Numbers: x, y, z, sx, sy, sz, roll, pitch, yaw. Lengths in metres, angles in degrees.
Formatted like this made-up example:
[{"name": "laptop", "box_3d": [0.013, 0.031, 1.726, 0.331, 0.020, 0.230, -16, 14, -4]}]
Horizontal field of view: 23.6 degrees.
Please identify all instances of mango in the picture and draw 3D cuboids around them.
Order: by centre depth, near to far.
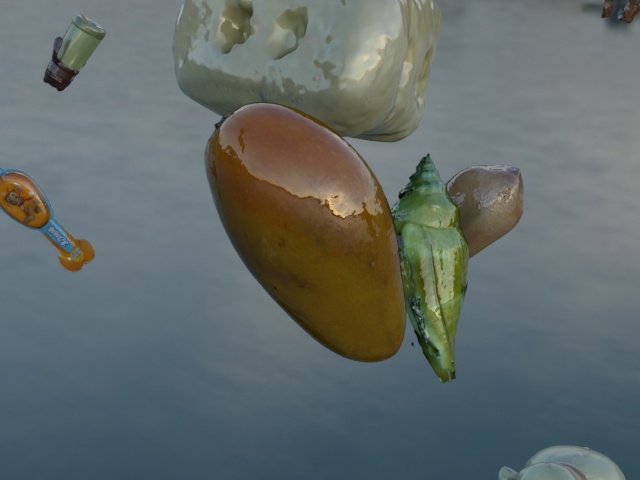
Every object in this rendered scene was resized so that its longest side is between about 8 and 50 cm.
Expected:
[{"name": "mango", "box_3d": [0.000, 0.000, 1.218, 0.138, 0.253, 0.113, -4, 37, 41]}]

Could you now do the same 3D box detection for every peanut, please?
[{"name": "peanut", "box_3d": [0.137, -0.021, 1.488, 0.152, 0.076, 0.076, -39, -6, 30]}]

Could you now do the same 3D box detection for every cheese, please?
[{"name": "cheese", "box_3d": [-0.237, -0.019, 1.302, 0.047, 0.111, 0.017, -38, 11, 32]}, {"name": "cheese", "box_3d": [-0.021, -0.183, 1.414, 0.248, 0.174, 0.251, 11, 10, 5]}]

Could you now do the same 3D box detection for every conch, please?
[{"name": "conch", "box_3d": [0.095, 0.021, 1.390, 0.079, 0.201, 0.095, -16, -26, 20]}]

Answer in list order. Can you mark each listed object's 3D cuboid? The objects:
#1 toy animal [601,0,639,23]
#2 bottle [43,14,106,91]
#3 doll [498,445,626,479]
[{"name": "toy animal", "box_3d": [0.404, -0.388, 1.931, 0.066, 0.230, 0.224, 11, 10, -16]}, {"name": "bottle", "box_3d": [-0.325, -0.242, 1.993, 0.063, 0.101, 0.047, 27, 13, -36]}, {"name": "doll", "box_3d": [0.323, 0.325, 1.994, 0.155, 0.113, 0.275, 20, 19, 28]}]
